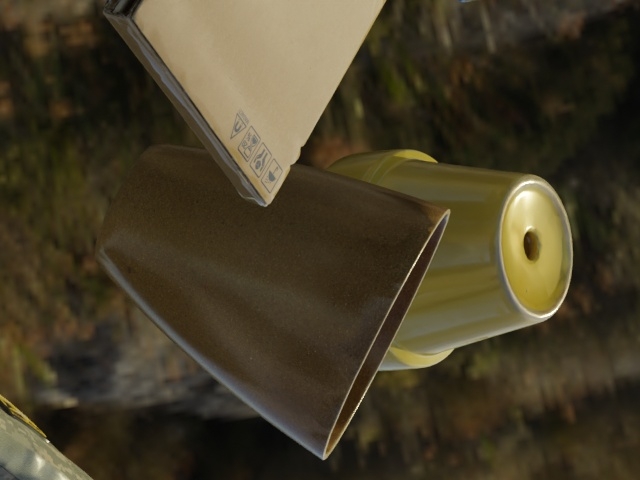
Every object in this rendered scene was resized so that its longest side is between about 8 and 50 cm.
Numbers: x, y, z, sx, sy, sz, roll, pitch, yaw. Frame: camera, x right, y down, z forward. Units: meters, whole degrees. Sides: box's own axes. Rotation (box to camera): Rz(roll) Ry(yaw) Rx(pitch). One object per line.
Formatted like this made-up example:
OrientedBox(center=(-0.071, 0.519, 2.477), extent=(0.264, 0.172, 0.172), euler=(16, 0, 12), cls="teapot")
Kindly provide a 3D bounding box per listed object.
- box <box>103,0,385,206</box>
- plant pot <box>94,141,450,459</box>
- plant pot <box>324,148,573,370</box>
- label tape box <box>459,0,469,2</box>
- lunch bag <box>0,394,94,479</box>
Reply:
OrientedBox(center=(-0.030, -0.134, 1.009), extent=(0.021, 0.164, 0.201), euler=(20, 162, 29), cls="box")
OrientedBox(center=(-0.053, 0.022, 1.578), extent=(0.254, 0.237, 0.237), euler=(28, 162, 6), cls="plant pot")
OrientedBox(center=(0.143, 0.017, 2.085), extent=(0.239, 0.254, 0.254), euler=(-6, 168, 37), cls="plant pot")
OrientedBox(center=(0.330, -0.340, 1.914), extent=(0.347, 0.115, 0.249), euler=(-11, -177, -14), cls="label tape box")
OrientedBox(center=(-0.335, 0.201, 1.596), extent=(0.287, 0.169, 0.235), euler=(-13, 136, 37), cls="lunch bag")
